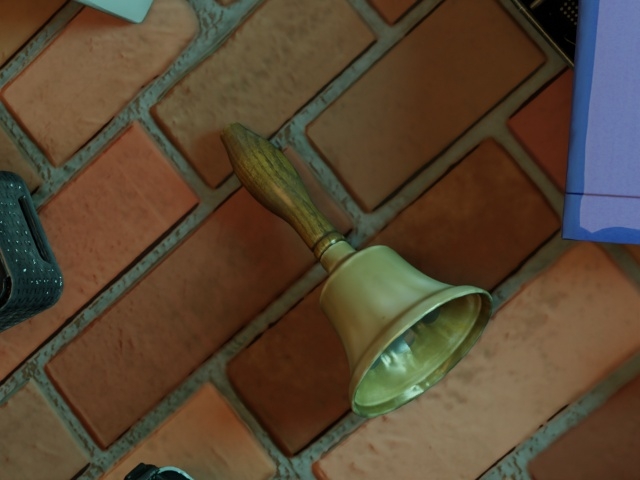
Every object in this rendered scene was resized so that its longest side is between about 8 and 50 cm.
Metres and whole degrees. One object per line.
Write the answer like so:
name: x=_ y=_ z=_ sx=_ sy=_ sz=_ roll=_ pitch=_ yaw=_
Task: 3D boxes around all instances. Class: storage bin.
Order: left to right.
storage bin: x=-0.314 y=0.027 z=1.152 sx=0.180 sy=0.084 sz=0.122 roll=-26 pitch=82 yaw=15

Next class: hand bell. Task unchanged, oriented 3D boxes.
hand bell: x=0.000 y=0.000 z=1.053 sx=0.126 sy=0.126 sz=0.242 roll=-48 pitch=64 yaw=12

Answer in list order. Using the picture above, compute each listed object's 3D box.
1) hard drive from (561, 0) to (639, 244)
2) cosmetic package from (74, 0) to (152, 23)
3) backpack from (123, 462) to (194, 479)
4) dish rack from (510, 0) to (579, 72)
hard drive: x=0.270 y=-0.152 z=0.907 sx=0.210 sy=0.040 sz=0.318 roll=4 pitch=92 yaw=13
cosmetic package: x=-0.333 y=-0.340 z=1.090 sx=0.453 sy=0.230 sz=0.161 roll=27 pitch=97 yaw=16
backpack: x=-0.087 y=0.314 z=1.003 sx=0.253 sy=0.225 sz=0.191 roll=34 pitch=121 yaw=11
dish rack: x=0.272 y=-0.205 z=0.962 sx=0.271 sy=0.074 sz=0.208 roll=-42 pitch=82 yaw=12
